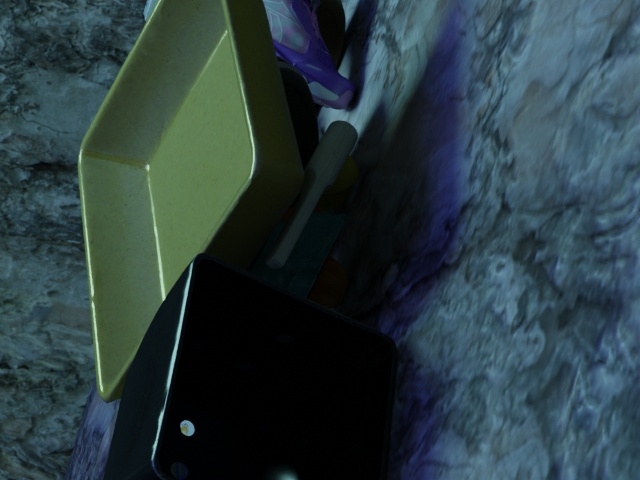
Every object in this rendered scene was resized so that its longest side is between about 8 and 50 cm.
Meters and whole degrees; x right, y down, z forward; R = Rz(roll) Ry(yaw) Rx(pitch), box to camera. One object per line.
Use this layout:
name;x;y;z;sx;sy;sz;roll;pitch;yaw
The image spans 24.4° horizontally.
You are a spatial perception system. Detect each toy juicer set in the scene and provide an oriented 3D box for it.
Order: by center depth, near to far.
toy juicer set;0.000;0.000;1.397;0.209;0.089;0.329;-62;1;-22

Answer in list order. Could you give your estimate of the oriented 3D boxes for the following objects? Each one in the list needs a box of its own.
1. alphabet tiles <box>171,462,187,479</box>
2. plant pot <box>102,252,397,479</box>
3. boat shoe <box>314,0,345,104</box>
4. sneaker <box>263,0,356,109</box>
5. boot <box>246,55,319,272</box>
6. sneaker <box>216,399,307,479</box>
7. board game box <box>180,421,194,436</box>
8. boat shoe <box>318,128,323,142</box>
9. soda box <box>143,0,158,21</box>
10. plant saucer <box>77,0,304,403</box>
alphabet tiles;-0.125;0.307;1.272;0.284;0.021;0.277;50;-146;-66
plant pot;-0.069;0.152;1.143;0.167;0.188;0.187;-39;35;47
boat shoe;-0.062;-0.195;1.835;0.123;0.123;0.342;-78;11;-49
sneaker;-0.035;-0.239;1.639;0.104;0.236;0.095;-48;-29;5
boot;-0.109;-0.099;1.641;0.284;0.138;0.377;-112;21;-45
sneaker;-0.074;0.188;1.345;0.226;0.086;0.163;32;108;57
board game box;-0.188;0.316;1.698;0.316;0.064;0.242;-57;17;19
boat shoe;-0.020;-0.099;1.687;0.038;0.046;0.125;-61;25;29
soda box;-0.134;-0.313;2.071;0.069;0.216;0.073;-119;46;-72
plant saucer;-0.118;-0.067;1.353;0.332;0.081;0.332;-53;36;38
